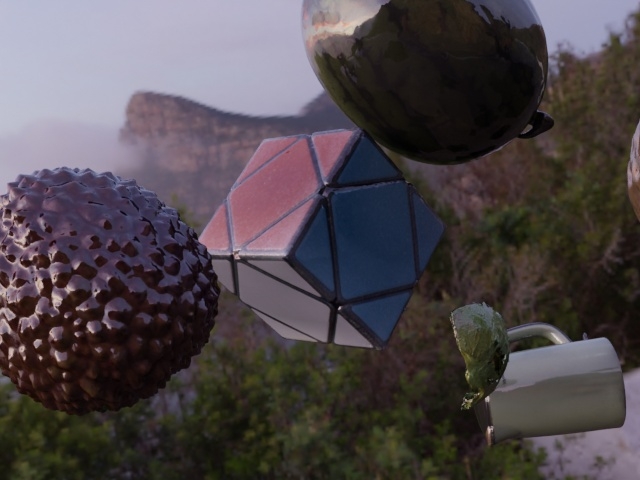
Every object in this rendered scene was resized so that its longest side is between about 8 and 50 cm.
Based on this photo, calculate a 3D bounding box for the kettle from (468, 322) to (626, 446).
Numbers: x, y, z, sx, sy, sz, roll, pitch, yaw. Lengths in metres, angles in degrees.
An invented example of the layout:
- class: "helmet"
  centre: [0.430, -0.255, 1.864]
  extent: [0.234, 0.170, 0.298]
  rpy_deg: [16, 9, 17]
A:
- class: "kettle"
  centre: [0.401, 0.254, 1.812]
  extent: [0.255, 0.240, 0.165]
  rpy_deg: [-9, -41, 2]

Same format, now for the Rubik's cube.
- class: "Rubik's cube"
  centre: [0.000, 0.000, 1.275]
  extent: [0.207, 0.205, 0.205]
  rpy_deg: [-1, 52, 48]

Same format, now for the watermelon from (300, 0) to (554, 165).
- class: "watermelon"
  centre: [0.145, -0.245, 1.279]
  extent: [0.279, 0.359, 0.279]
  rpy_deg: [-43, 18, 18]

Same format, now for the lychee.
- class: "lychee"
  centre: [-0.170, 0.028, 0.732]
  extent: [0.188, 0.188, 0.188]
  rpy_deg: [-11, 3, 1]

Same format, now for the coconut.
- class: "coconut"
  centre: [0.232, 0.158, 1.403]
  extent: [0.055, 0.158, 0.133]
  rpy_deg: [13, 43, 45]

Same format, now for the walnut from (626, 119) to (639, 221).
- class: "walnut"
  centre: [0.505, -0.084, 1.191]
  extent: [0.273, 0.273, 0.227]
  rpy_deg: [-11, 27, 9]
